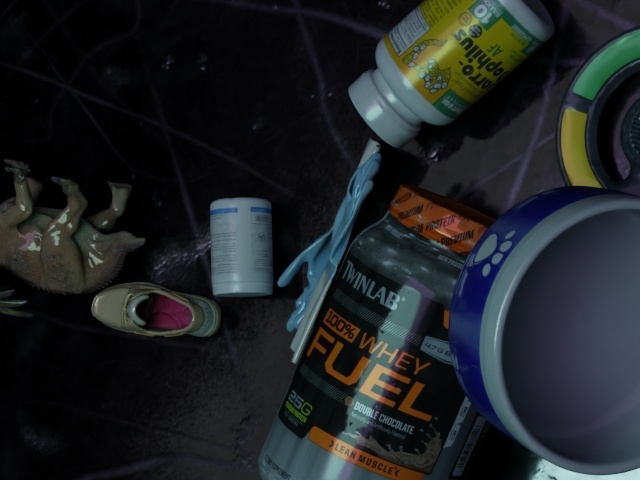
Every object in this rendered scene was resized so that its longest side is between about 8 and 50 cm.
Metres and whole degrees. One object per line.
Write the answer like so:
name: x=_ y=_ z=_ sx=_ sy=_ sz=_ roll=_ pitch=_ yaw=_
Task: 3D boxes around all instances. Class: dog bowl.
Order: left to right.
dog bowl: x=0.259 y=0.082 z=1.647 sx=0.104 sy=0.265 sz=0.265 roll=25 pitch=99 yaw=66

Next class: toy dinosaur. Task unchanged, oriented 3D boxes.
toy dinosaur: x=-0.328 y=0.017 z=2.044 sx=0.295 sy=0.127 sz=0.200 roll=11 pitch=96 yaw=18

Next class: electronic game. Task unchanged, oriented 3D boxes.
electronic game: x=0.346 y=-0.107 z=1.741 sx=0.229 sy=0.048 sz=0.229 roll=-3 pitch=84 yaw=28

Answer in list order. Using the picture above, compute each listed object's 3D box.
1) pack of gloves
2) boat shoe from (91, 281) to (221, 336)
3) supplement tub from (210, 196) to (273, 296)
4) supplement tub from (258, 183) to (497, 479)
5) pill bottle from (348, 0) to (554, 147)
pack of gloves: x=0.000 y=0.000 z=1.832 sx=0.046 sy=0.195 sz=0.232 roll=23 pitch=97 yaw=-3
boat shoe: x=-0.199 y=0.079 z=2.001 sx=0.170 sy=0.059 sz=0.063 roll=3 pitch=87 yaw=28
supplement tub: x=-0.089 y=0.008 z=1.944 sx=0.071 sy=0.071 sz=0.107 roll=-4 pitch=84 yaw=27
supplement tub: x=0.089 y=0.127 z=1.764 sx=0.207 sy=0.207 sz=0.338 roll=26 pitch=97 yaw=27
pill bottle: x=0.133 y=-0.196 z=1.820 sx=0.208 sy=0.117 sz=0.117 roll=-40 pitch=69 yaw=18
